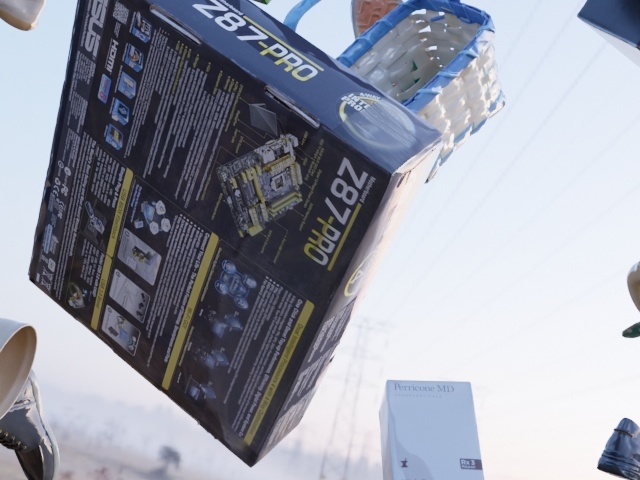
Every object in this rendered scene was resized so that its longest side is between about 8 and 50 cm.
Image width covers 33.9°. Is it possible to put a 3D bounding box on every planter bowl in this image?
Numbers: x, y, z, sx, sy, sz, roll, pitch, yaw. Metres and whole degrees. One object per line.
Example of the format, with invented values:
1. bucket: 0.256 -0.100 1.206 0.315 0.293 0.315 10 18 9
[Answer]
1. planter bowl: -0.516 0.183 1.584 0.109 0.162 0.162 20 -13 7

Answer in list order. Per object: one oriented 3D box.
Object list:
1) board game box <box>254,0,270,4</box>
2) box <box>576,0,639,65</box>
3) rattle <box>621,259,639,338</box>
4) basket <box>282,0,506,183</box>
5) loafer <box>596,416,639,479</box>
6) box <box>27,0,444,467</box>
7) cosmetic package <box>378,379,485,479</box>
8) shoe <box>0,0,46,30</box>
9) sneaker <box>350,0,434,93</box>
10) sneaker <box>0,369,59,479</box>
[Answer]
1. board game box: -0.239 -0.566 1.968 0.317 0.046 0.213 25 -20 35
2. box: 0.807 -0.551 2.260 0.294 0.395 0.212 25 14 -38
3. rattle: 0.464 0.073 1.335 0.130 0.142 0.199 29 -21 33
4. basket: 0.095 -0.234 1.345 0.201 0.255 0.289 30 -25 45
5. loafer: 0.361 0.237 1.129 0.062 0.061 0.170 11 -11 43
6. box: -0.105 -0.021 0.951 0.318 0.097 0.395 37 -48 16
7. cosmetic package: 0.138 0.287 1.300 0.117 0.231 0.085 2 -41 -5
8. shoe: -0.413 -0.328 1.219 0.219 0.076 0.058 33 -60 -5
9. sneaker: 0.130 -0.317 1.778 0.108 0.121 0.302 -26 -57 10
10. sneaker: -0.511 0.323 1.725 0.083 0.222 0.118 -3 16 34
